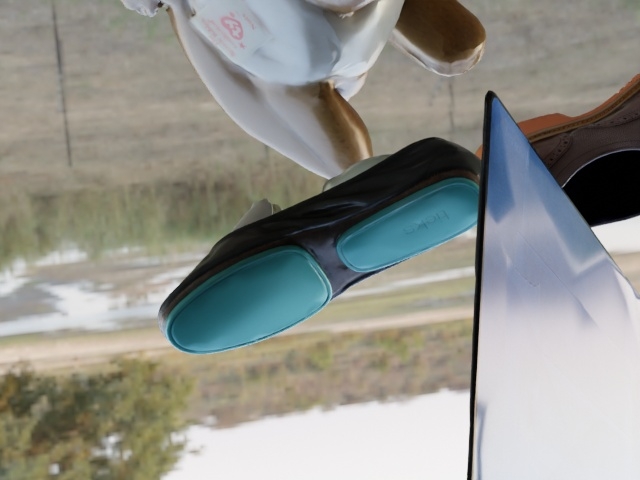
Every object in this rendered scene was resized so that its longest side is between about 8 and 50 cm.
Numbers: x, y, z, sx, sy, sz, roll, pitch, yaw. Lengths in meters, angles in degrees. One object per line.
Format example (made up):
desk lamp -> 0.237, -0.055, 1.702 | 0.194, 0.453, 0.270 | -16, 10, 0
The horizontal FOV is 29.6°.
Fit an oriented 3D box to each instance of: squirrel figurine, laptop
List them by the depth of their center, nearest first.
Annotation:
laptop -> 0.247, 0.168, 0.706 | 0.408, 0.236, 0.382 | 34, 178, 35
squirrel figurine -> -0.001, -0.306, 1.070 | 0.397, 0.370, 0.281 | 26, 145, 19

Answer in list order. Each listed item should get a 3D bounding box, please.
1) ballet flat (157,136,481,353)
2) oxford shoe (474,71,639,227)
ballet flat -> 0.000, 0.000, 0.959 | 0.280, 0.096, 0.095 | -24, 129, 4
oxford shoe -> 0.333, -0.086, 1.200 | 0.364, 0.130, 0.133 | -25, -146, -12
